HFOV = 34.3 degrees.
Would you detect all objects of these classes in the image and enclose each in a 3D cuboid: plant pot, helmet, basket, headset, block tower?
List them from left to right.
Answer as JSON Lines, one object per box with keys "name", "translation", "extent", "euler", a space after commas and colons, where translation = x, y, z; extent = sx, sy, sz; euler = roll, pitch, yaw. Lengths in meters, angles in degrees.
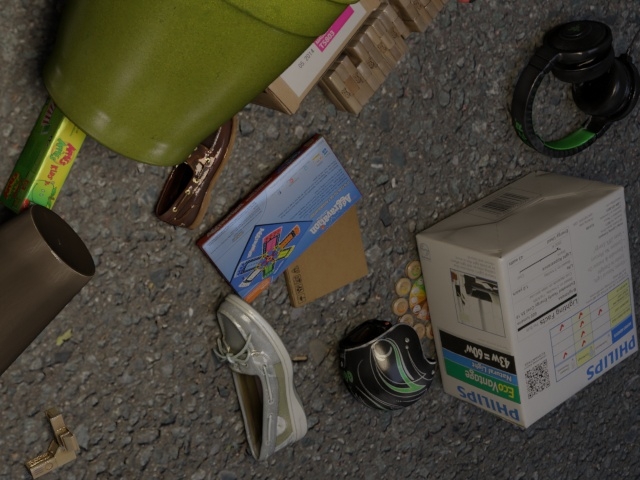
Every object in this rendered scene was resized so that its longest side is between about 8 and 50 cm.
{"name": "basket", "translation": [-0.436, 0.069, 1.428], "extent": [0.227, 0.154, 0.204], "euler": [-37, 130, 8]}
{"name": "plant pot", "translation": [-0.193, -0.302, 1.408], "extent": [0.367, 0.366, 0.353], "euler": [21, 118, -36]}
{"name": "block tower", "translation": [0.114, -0.374, 1.772], "extent": [0.335, 0.091, 0.097], "euler": [-51, 125, -13]}
{"name": "helmet", "translation": [0.124, 0.233, 1.904], "extent": [0.169, 0.169, 0.161], "euler": [-32, 103, -24]}
{"name": "headset", "translation": [0.526, -0.351, 2.060], "extent": [0.394, 0.185, 0.243], "euler": [-48, 130, 4]}

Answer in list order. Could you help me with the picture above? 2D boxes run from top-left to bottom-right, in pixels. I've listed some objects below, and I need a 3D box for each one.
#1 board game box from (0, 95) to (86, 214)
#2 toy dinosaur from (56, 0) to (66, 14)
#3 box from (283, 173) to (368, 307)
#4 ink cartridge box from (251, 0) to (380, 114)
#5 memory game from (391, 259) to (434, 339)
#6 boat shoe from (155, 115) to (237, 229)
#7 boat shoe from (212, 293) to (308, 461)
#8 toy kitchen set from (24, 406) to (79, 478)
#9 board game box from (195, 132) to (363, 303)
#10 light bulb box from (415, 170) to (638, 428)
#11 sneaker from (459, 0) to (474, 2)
{"name": "board game box", "translation": [-0.393, -0.121, 1.494], "extent": [0.043, 0.092, 0.181], "euler": [27, 87, -36]}
{"name": "toy dinosaur", "translation": [-0.307, -0.400, 1.509], "extent": [0.212, 0.064, 0.112], "euler": [-33, 142, -23]}
{"name": "box", "translation": [0.000, 0.000, 1.840], "extent": [0.164, 0.021, 0.201], "euler": [-24, 115, -27]}
{"name": "ink cartridge box", "translation": [-0.051, -0.321, 1.610], "extent": [0.234, 0.193, 0.088], "euler": [-53, 126, -12]}
{"name": "memory game", "translation": [0.214, 0.108, 2.022], "extent": [0.186, 0.012, 0.186], "euler": [-10, 108, -32]}
{"name": "boat shoe", "translation": [-0.197, -0.118, 1.640], "extent": [0.073, 0.073, 0.206], "euler": [19, 91, -38]}
{"name": "boat shoe", "translation": [-0.113, 0.237, 1.773], "extent": [0.103, 0.118, 0.320], "euler": [-34, 126, -27]}
{"name": "toy kitchen set", "translation": [-0.422, 0.320, 1.610], "extent": [0.075, 0.068, 0.083], "euler": [-24, 115, -27]}
{"name": "board game box", "translation": [-0.065, -0.037, 1.756], "extent": [0.281, 0.027, 0.145], "euler": [-43, 120, -14]}
{"name": "light bulb box", "translation": [0.409, 0.103, 2.011], "extent": [0.358, 0.225, 0.360], "euler": [-26, 117, -31]}
{"name": "sneaker", "translation": [0.142, -0.501, 1.694], "extent": [0.136, 0.116, 0.313], "euler": [-32, 82, 1]}
